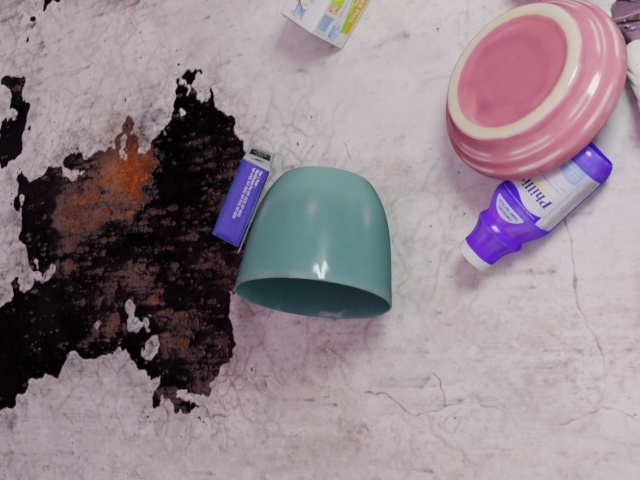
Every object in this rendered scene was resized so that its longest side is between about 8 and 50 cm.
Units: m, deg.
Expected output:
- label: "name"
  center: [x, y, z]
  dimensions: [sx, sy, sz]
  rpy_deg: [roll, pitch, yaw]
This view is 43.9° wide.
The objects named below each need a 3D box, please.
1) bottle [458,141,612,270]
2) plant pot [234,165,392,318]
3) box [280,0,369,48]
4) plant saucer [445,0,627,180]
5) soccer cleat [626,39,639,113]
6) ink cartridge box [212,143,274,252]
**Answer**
- label: "bottle"
  center: [0.356, -0.064, 1.355]
  dimensions: [0.283, 0.092, 0.118]
  rpy_deg: [-46, 57, 23]
- label: "plant pot"
  center: [0.000, 0.000, 1.498]
  dimensions: [0.293, 0.293, 0.235]
  rpy_deg: [-5, 68, 35]
- label: "box"
  center: [0.031, -0.514, 1.611]
  dimensions: [0.103, 0.114, 0.203]
  rpy_deg: [42, 109, 32]
- label: "plant saucer"
  center: [0.338, -0.267, 1.331]
  dimensions: [0.332, 0.084, 0.331]
  rpy_deg: [-23, 55, 37]
- label: "soccer cleat"
  center: [0.528, -0.236, 1.258]
  dimensions: [0.068, 0.076, 0.196]
  rpy_deg: [-22, 73, 32]
- label: "ink cartridge box"
  center: [-0.153, -0.094, 1.601]
  dimensions: [0.065, 0.332, 0.165]
  rpy_deg: [22, 100, -8]
